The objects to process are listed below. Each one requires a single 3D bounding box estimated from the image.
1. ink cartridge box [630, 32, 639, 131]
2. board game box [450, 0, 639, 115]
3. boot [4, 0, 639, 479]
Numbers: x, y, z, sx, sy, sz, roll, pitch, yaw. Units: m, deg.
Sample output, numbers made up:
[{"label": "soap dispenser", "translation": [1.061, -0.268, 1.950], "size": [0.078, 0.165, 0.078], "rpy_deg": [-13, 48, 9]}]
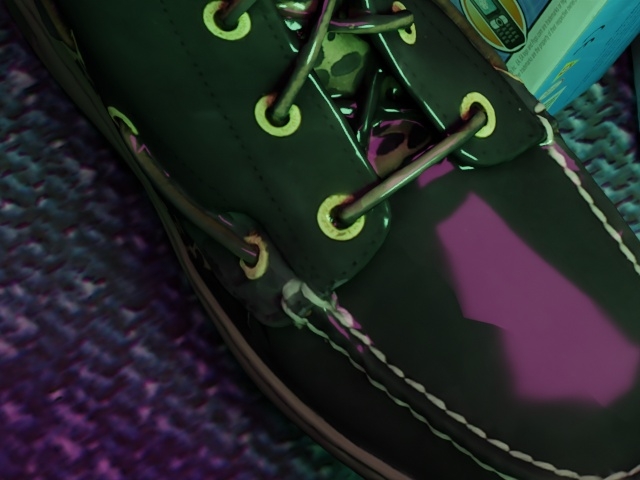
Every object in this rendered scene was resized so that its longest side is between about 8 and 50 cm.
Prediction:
[{"label": "ink cartridge box", "translation": [0.245, -0.179, 0.801], "size": [0.198, 0.197, 0.270], "rpy_deg": [2, 68, -13]}, {"label": "board game box", "translation": [0.031, -0.215, 0.701], "size": [0.086, 0.308, 0.302], "rpy_deg": [-37, 81, -26]}, {"label": "boot", "translation": [-0.003, -0.084, 0.617], "size": [0.138, 0.284, 0.377], "rpy_deg": [-33, 66, -14]}]
